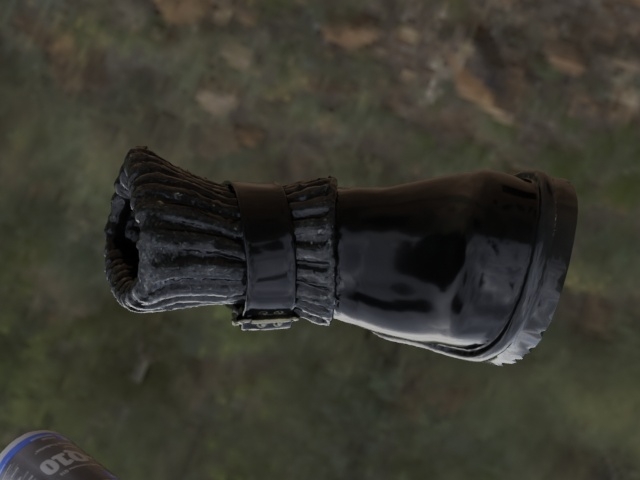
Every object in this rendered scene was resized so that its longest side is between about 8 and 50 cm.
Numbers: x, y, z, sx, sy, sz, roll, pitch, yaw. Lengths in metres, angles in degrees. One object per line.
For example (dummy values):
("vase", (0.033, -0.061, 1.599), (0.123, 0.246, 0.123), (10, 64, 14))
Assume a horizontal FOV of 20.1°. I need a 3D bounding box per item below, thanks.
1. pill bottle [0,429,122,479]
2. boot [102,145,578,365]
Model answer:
("pill bottle", (-0.178, 0.199, 1.321), (0.137, 0.078, 0.078), (27, 170, 45))
("boot", (-0.001, 0.004, 1.258), (0.260, 0.131, 0.348), (13, 168, -19))
